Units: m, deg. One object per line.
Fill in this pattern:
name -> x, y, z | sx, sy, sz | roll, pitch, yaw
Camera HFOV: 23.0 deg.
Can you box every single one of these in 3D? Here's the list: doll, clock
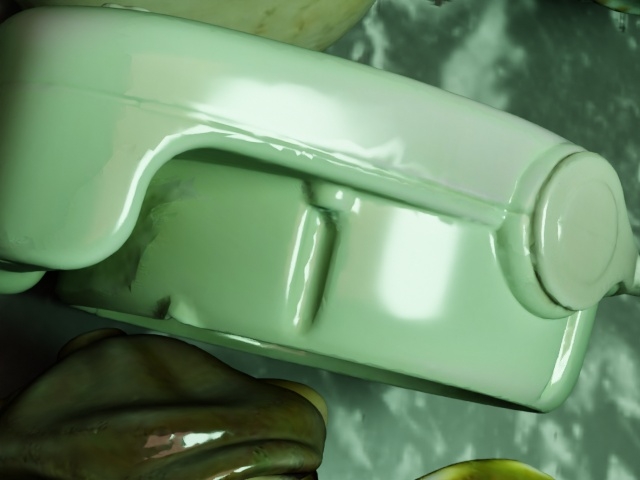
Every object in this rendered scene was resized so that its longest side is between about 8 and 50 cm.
doll -> -0.071, 0.208, 0.605 | 0.318, 0.209, 0.339 | 10, 88, -18
clock -> 0.000, 0.000, 0.670 | 0.324, 0.265, 0.108 | 15, 82, -17

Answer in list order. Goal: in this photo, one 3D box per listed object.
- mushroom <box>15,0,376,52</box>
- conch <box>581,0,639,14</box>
mushroom -> -0.061, -0.179, 0.720 | 0.206, 0.206, 0.209 | -23, 82, -21
conch -> 0.130, -0.243, 0.763 | 0.319, 0.303, 0.215 | 19, 73, 25
